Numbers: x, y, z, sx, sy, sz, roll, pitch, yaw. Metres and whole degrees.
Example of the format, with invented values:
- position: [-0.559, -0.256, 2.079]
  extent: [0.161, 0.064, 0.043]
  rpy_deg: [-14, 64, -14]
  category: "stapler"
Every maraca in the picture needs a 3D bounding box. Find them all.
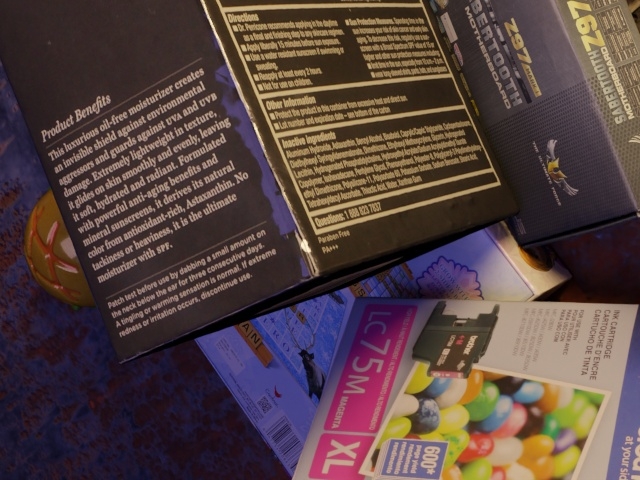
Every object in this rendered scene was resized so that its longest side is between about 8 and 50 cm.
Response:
- position: [-0.237, 0.009, 1.398]
  extent: [0.186, 0.099, 0.127]
  rpy_deg: [-25, 85, 65]
  category: "maraca"

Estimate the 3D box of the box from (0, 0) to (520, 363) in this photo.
- position: [-0.045, -0.103, 1.012]
  extent: [0.183, 0.296, 0.294]
  rpy_deg: [-24, 85, 32]
  category: "box"

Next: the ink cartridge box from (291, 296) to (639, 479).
- position: [0.150, 0.127, 1.022]
  extent: [0.311, 0.185, 0.065]
  rpy_deg: [2, 138, 22]
  category: "ink cartridge box"

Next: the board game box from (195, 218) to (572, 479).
- position: [0.000, 0.000, 1.232]
  extent: [0.318, 0.066, 0.318]
  rpy_deg: [-44, 76, 36]
  category: "board game box"

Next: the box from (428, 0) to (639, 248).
- position: [0.160, -0.118, 1.031]
  extent: [0.232, 0.059, 0.183]
  rpy_deg: [68, 161, -1]
  category: "box"

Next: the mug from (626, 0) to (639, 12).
- position: [0.190, -0.188, 1.040]
  extent: [0.078, 0.062, 0.064]
  rpy_deg: [-35, 72, 12]
  category: "mug"
